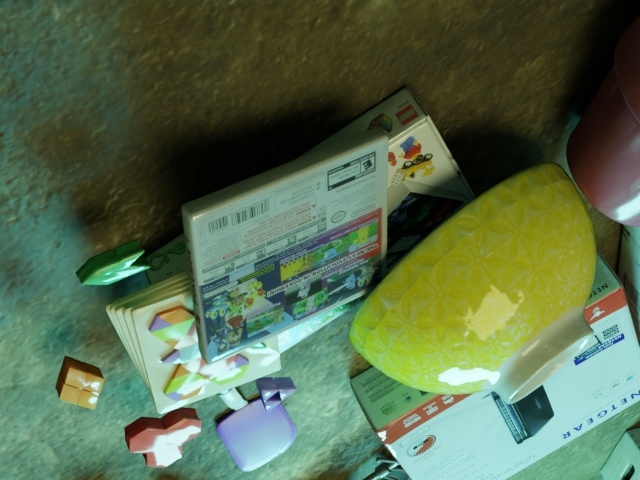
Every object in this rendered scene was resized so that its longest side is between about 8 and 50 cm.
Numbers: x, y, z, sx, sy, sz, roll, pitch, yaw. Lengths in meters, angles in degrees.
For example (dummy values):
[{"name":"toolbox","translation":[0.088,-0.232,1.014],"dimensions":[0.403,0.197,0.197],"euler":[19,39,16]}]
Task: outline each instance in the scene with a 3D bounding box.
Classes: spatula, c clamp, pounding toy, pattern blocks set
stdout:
[{"name":"spatula","translation":[-0.100,0.168,1.393],"dimensions":[0.084,0.030,0.296],"euler":[-29,142,-3]},{"name":"c clamp","translation":[0.055,0.333,1.688],"dimensions":[0.160,0.022,0.137],"euler":[-41,148,21]},{"name":"pounding toy","translation":[0.518,0.347,1.947],"dimensions":[0.130,0.100,0.141],"euler":[-8,138,-27]},{"name":"pattern blocks set","translation":[-0.114,0.094,1.214],"dimensions":[0.285,0.026,0.325],"euler":[-29,141,-1]}]

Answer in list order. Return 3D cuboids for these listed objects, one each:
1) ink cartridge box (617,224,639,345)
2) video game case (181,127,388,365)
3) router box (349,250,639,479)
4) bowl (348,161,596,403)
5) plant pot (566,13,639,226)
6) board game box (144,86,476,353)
[{"name":"ink cartridge box","translation":[0.453,0.049,1.473],"dimensions":[0.121,0.211,0.289],"euler":[-22,142,-9]},{"name":"video game case","translation":[-0.026,0.006,1.144],"dimensions":[0.201,0.023,0.183],"euler":[-24,136,-23]},{"name":"router box","translation":[0.239,0.184,1.591],"dimensions":[0.335,0.082,0.301],"euler":[-31,143,2]},{"name":"bowl","translation":[0.186,0.073,1.295],"dimensions":[0.289,0.156,0.289],"euler":[-34,162,-13]},{"name":"plant pot","translation":[0.348,-0.113,1.251],"dimensions":[0.201,0.201,0.180],"euler":[-2,150,-32]},{"name":"board game box","translation":[0.000,0.000,1.247],"dimensions":[0.305,0.053,0.193],"euler":[-33,142,4]}]
